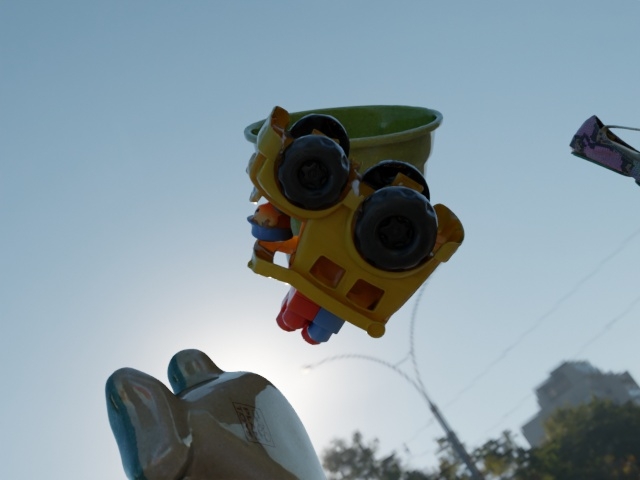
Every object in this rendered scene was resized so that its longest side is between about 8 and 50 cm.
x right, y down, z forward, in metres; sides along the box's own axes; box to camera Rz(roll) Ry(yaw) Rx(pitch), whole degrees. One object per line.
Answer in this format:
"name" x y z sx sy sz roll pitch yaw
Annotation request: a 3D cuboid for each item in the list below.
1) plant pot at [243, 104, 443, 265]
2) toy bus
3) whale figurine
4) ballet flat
"plant pot" 0.041 -0.045 1.373 0.276 0.276 0.254 -15 -70 -31
"toy bus" 0.000 0.000 0.967 0.211 0.220 0.149 -55 8 17
"whale figurine" -0.104 0.196 0.831 0.141 0.216 0.272 -34 -31 13
"ballet flat" 0.443 -0.107 1.318 0.077 0.221 0.079 -4 -57 -50
